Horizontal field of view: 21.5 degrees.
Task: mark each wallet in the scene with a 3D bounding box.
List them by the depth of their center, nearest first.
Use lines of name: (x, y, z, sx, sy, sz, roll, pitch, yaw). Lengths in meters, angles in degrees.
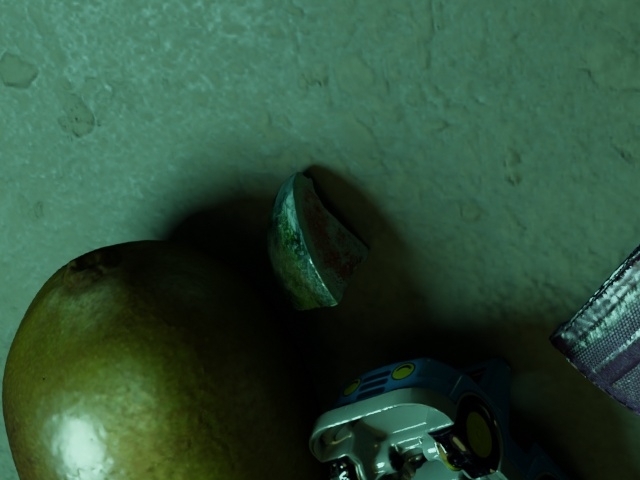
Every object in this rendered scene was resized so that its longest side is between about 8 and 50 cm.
wallet: (0.224, 0.075, 0.961, 0.166, 0.030, 0.111, 37, 126, 0)

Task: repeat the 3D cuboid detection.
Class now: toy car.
toy car: (0.084, 0.132, 1.025, 0.097, 0.100, 0.191, -21, 128, 32)

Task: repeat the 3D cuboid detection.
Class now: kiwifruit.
kiwifruit: (-0.095, 0.110, 1.027, 0.196, 0.196, 0.234, -11, 111, 29)

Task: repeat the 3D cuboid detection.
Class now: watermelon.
watermelon: (0.000, 0.000, 1.016, 0.061, 0.085, 0.085, -3, 127, -21)
